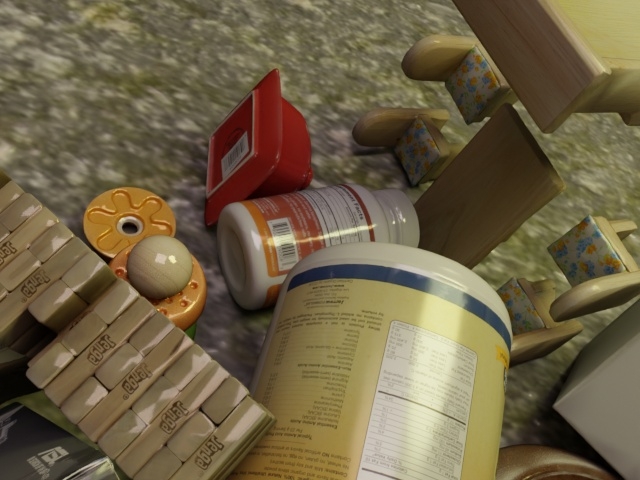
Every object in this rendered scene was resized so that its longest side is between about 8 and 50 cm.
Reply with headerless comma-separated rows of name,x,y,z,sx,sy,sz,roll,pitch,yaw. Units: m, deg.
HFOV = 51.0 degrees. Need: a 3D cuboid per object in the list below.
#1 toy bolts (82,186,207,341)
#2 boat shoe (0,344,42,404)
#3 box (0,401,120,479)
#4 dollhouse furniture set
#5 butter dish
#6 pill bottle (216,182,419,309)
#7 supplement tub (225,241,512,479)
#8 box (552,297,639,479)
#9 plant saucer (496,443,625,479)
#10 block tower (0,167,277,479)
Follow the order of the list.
toy bolts,-0.233,0.001,0.667,0.229,0.158,0.218,0,57,-19
boat shoe,-0.301,0.103,0.591,0.224,0.080,0.073,-16,54,8
box,-0.270,0.209,0.427,0.243,0.307,0.076,-28,99,-31
dollhouse furniture set,0.192,-0.092,0.722,0.257,0.394,0.362,-6,60,-34
butter dish,-0.061,-0.096,0.819,0.118,0.160,0.159,23,48,-33
pill bottle,0.000,0.000,0.773,0.216,0.121,0.121,-11,62,-26
supplement tub,0.036,0.185,0.583,0.228,0.228,0.316,20,59,-5
box,0.448,0.218,0.702,0.345,0.168,0.215,47,28,15
plant saucer,0.246,0.333,0.617,0.311,0.050,0.310,11,51,-13
block tower,-0.176,0.060,0.488,0.335,0.091,0.097,40,75,14
